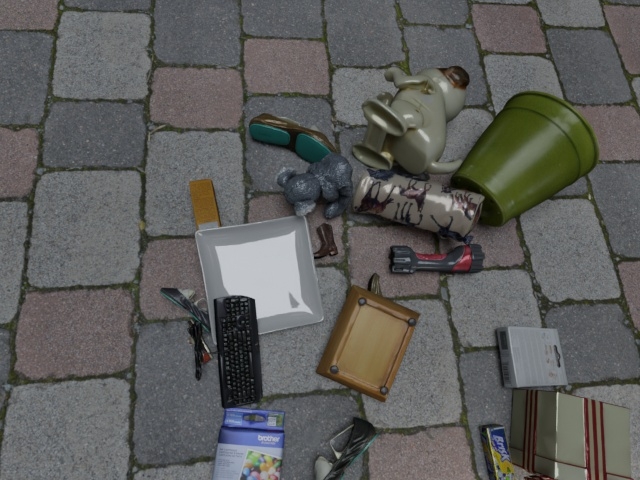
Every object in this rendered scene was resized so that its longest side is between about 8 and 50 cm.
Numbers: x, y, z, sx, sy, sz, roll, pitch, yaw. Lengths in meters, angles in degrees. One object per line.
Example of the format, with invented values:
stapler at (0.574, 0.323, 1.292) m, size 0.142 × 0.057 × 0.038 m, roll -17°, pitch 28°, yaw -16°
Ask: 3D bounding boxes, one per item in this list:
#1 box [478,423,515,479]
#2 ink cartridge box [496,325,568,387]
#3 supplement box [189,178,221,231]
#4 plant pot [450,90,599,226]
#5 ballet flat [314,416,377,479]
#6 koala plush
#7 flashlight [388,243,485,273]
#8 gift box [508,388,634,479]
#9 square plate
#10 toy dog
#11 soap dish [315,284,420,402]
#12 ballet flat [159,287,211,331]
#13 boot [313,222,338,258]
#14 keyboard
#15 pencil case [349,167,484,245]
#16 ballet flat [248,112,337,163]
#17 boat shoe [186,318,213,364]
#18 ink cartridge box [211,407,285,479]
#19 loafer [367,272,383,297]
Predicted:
box at (0.528, 0.643, 1.228) m, size 0.059 × 0.054 × 0.169 m, roll -4°, pitch 73°, yaw -8°
ink cartridge box at (0.692, 0.381, 1.347) m, size 0.232 × 0.066 × 0.189 m, roll 9°, pitch 70°, yaw -27°
supplement box at (-0.366, -0.079, 1.330) m, size 0.080 × 0.078 × 0.234 m, roll -14°, pitch 75°, yaw -12°
plant pot at (0.651, -0.242, 1.399) m, size 0.353 × 0.366 × 0.366 m, roll -42°, pitch 82°, yaw -6°
ballet flat at (0.046, 0.622, 1.159) m, size 0.096 × 0.095 × 0.280 m, roll 38°, pitch 61°, yaw 15°
koala plush at (-0.023, -0.175, 1.317) m, size 0.221 × 0.203 × 0.196 m, roll -20°, pitch 74°, yaw -28°
flashlight at (0.385, 0.056, 1.379) m, size 0.303 × 0.103 × 0.103 m, roll 3°, pitch 109°, yaw -2°
gift box at (0.698, 0.575, 1.163) m, size 0.255 × 0.276 × 0.258 m, roll 12°, pitch 73°, yaw 2°
square plate at (-0.183, 0.113, 1.269) m, size 0.347 × 0.049 × 0.344 m, roll -10°, pitch 88°, yaw -16°
toy dog at (0.358, -0.448, 1.428) m, size 0.395 × 0.285 × 0.408 m, roll 28°, pitch 63°, yaw 19°
soap dish at (0.148, 0.308, 1.228) m, size 0.228 × 0.118 × 0.291 m, roll 24°, pitch 82°, yaw 1°
ballet flat at (-0.387, 0.191, 1.245) m, size 0.203 × 0.074 × 0.074 m, roll 39°, pitch 72°, yaw -1°
boot at (0.000, 0.000, 1.373) m, size 0.106 × 0.037 × 0.114 m, roll -9°, pitch 77°, yaw -24°
keyboard at (-0.276, 0.323, 1.187) m, size 0.201 × 0.033 × 0.317 m, roll -5°, pitch 87°, yaw -13°
pencil case at (0.306, -0.114, 1.349) m, size 0.410 × 0.184 × 0.160 m, roll 17°, pitch 28°, yaw 12°
ballet flat at (-0.082, -0.371, 1.458) m, size 0.342 × 0.116 × 0.124 m, roll 19°, pitch 52°, yaw 3°
boat shoe at (-0.368, 0.301, 1.225) m, size 0.043 × 0.049 × 0.137 m, roll -28°, pitch 83°, yaw -13°
ink cartridge box at (-0.201, 0.633, 1.134) m, size 0.185 × 0.065 × 0.311 m, roll 8°, pitch 70°, yaw -5°
loafer at (0.179, 0.180, 1.333) m, size 0.050 × 0.056 × 0.148 m, roll 9°, pitch 81°, yaw -5°
